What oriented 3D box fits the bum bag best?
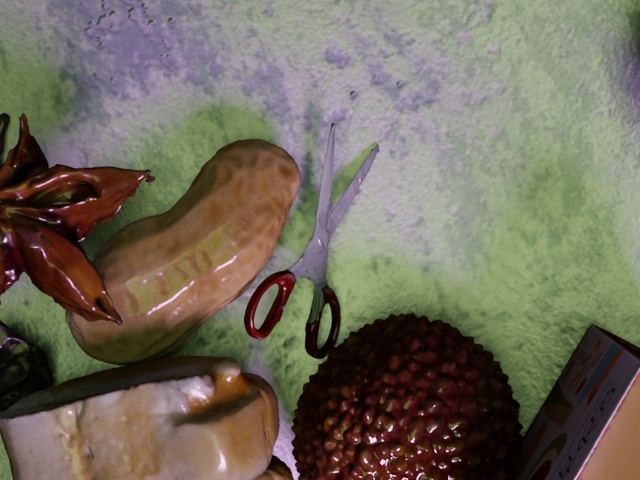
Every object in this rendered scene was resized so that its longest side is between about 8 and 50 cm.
[{"bbox_3d":[-0.421,0.170,1.663,0.248,0.069,0.102,-27,126,3],"label":"bum bag"}]

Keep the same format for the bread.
[{"bbox_3d":[-0.155,0.293,1.582,0.300,0.210,0.341,-17,90,25],"label":"bread"}]

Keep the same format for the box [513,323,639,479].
[{"bbox_3d":[0.254,0.272,1.470,0.122,0.385,0.344,30,93,2],"label":"box"}]

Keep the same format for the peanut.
[{"bbox_3d":[-0.143,0.014,1.610,0.305,0.147,0.147,-38,90,4],"label":"peanut"}]

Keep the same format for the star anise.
[{"bbox_3d":[-0.306,-0.044,1.560,0.237,0.148,0.346,-32,50,-10],"label":"star anise"}]

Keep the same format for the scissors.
[{"bbox_3d":[0.000,0.000,1.622,0.017,0.144,0.247,14,84,42],"label":"scissors"}]

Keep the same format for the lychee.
[{"bbox_3d":[0.076,0.207,1.540,0.271,0.271,0.271,0,92,3],"label":"lychee"}]
